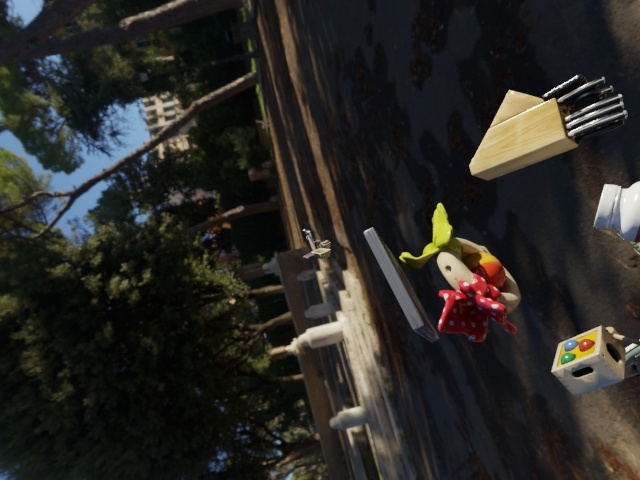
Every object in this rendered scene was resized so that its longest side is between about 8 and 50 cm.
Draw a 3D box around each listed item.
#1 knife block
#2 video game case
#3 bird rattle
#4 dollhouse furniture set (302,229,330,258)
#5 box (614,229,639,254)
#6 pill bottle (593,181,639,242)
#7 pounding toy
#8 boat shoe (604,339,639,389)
[{"bbox_3d":[0.497,-0.223,0.927,0.242,0.088,0.275,41,116,41],"label":"knife block"},{"bbox_3d":[0.168,0.099,0.841,0.196,0.026,0.274,65,-170,24],"label":"video game case"},{"bbox_3d":[0.264,0.056,0.726,0.143,0.207,0.253,-64,36,26],"label":"bird rattle"},{"bbox_3d":[0.000,0.000,1.193,0.114,0.091,0.081,5,116,63],"label":"dollhouse furniture set"},{"bbox_3d":[1.231,-0.074,1.524,0.216,0.060,0.270,58,137,27],"label":"box"},{"bbox_3d":[0.655,-0.047,0.808,0.121,0.216,0.121,-28,-56,-50],"label":"pill bottle"},{"bbox_3d":[0.699,0.265,1.068,0.094,0.206,0.181,49,133,6],"label":"pounding toy"},{"bbox_3d":[0.953,0.349,1.241,0.099,0.319,0.116,55,179,39],"label":"boat shoe"}]
